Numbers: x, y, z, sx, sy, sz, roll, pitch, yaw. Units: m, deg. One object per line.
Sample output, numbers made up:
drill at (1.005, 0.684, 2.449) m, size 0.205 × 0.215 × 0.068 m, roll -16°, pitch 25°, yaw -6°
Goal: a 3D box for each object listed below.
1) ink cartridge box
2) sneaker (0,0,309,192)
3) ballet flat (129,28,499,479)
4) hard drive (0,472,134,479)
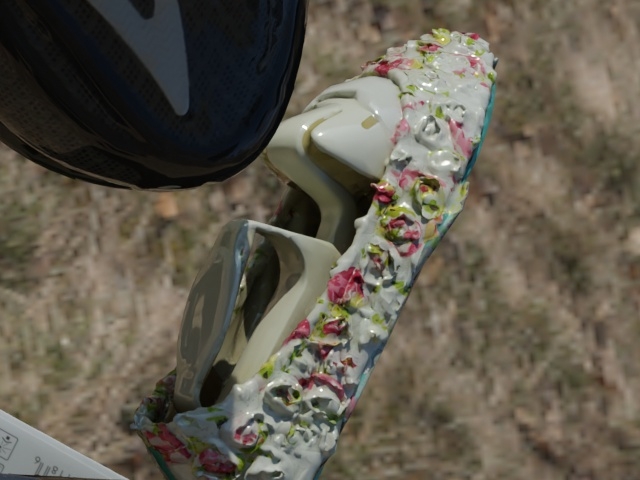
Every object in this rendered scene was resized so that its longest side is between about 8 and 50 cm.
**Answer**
ink cartridge box at (-0.173, 0.122, 0.943) m, size 0.145 × 0.179 × 0.045 m, roll 31°, pitch 60°, yaw -12°
sneaker at (-0.037, -0.190, 0.552) m, size 0.185 × 0.202 × 0.483 m, roll -18°, pitch 137°, yaw -26°
ballet flat at (0.000, 0.000, 0.778) m, size 0.077 × 0.091 × 0.241 m, roll 39°, pitch 63°, yaw -31°
hard drive at (-0.070, 0.218, 0.788) m, size 0.172 × 0.054 × 0.254 m, roll 11°, pitch 67°, yaw -45°
